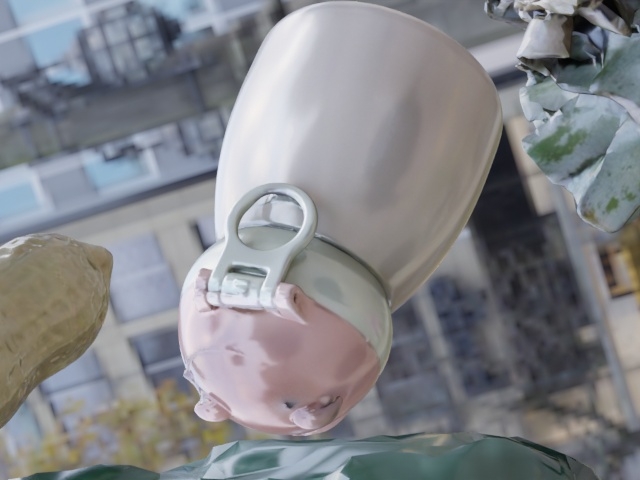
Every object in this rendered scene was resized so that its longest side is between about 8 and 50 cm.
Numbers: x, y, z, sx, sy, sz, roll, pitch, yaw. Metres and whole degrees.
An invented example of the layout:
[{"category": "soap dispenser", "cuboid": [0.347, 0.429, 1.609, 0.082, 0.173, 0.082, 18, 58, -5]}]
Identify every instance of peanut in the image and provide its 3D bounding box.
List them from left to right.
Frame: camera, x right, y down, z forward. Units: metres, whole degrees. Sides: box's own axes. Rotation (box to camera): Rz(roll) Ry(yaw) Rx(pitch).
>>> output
[{"category": "peanut", "cuboid": [-0.246, 0.071, 1.479, 0.256, 0.123, 0.123, -43, -62, -56]}]

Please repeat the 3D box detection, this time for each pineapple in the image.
[{"category": "pineapple", "cuboid": [0.198, -0.122, 0.866, 0.262, 0.271, 0.262, 31, -145, -24]}]

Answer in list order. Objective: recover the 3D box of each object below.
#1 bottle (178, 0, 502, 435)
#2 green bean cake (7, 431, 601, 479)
[{"category": "bottle", "cuboid": [0.000, 0.000, 1.082, 0.236, 0.147, 0.147, -68, -29, -28]}, {"category": "green bean cake", "cuboid": [-0.036, 0.196, 0.445, 0.308, 0.300, 0.169, 53, -151, -45]}]
